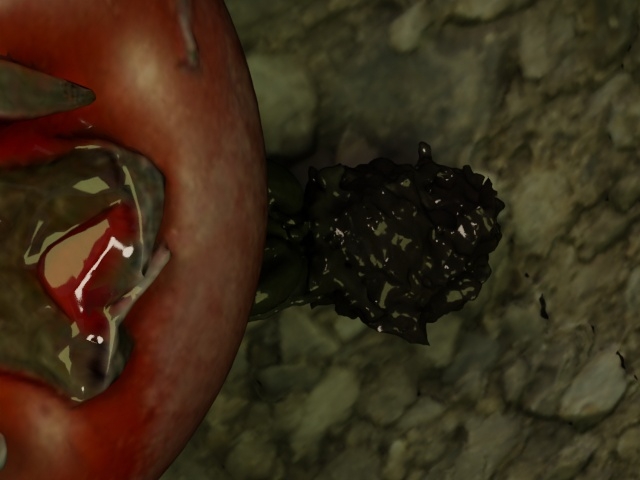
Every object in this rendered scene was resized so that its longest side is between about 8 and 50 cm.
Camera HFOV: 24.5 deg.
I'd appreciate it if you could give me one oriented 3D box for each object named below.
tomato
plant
[{"bbox_3d":[-0.152,-0.015,0.372,0.270,0.227,0.270,-21,119,-46],"label":"tomato"},{"bbox_3d":[0.000,0.000,0.583,0.174,0.085,0.087,3,78,-30],"label":"plant"}]
